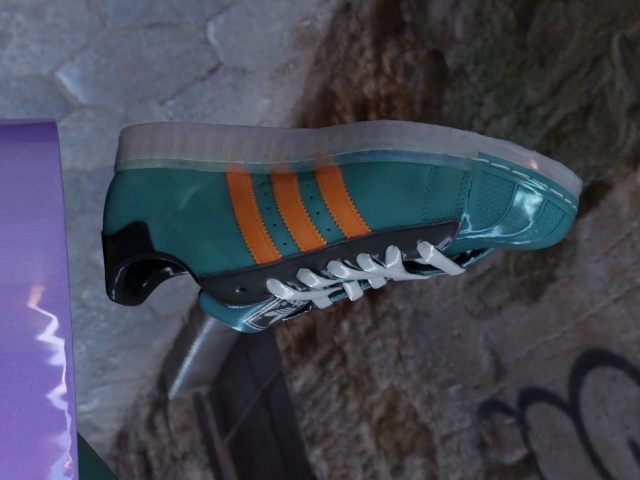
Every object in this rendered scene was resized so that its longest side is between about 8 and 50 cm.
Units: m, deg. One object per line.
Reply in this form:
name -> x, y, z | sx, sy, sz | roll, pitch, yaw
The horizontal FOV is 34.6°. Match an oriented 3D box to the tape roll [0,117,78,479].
tape roll -> -0.214, 0.056, 0.686 | 0.090, 0.274, 0.275 | -2, 158, -15

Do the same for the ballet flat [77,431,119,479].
ballet flat -> -0.299, 0.153, 0.862 | 0.182, 0.483, 0.164 | -32, 175, 1

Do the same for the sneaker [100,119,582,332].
sneaker -> 0.000, 0.000, 0.608 | 0.302, 0.121, 0.108 | 3, 168, 29
